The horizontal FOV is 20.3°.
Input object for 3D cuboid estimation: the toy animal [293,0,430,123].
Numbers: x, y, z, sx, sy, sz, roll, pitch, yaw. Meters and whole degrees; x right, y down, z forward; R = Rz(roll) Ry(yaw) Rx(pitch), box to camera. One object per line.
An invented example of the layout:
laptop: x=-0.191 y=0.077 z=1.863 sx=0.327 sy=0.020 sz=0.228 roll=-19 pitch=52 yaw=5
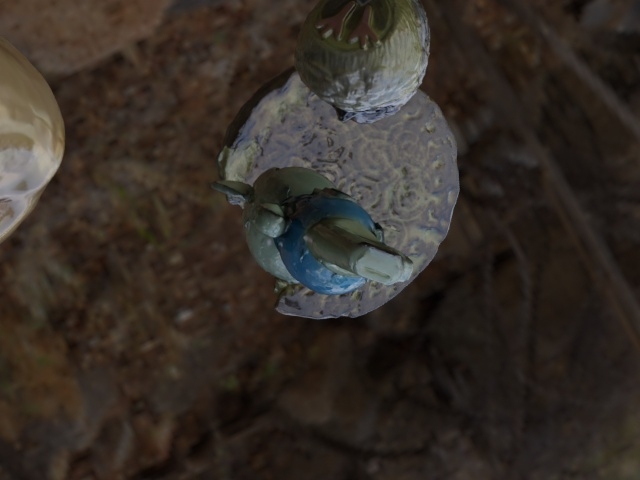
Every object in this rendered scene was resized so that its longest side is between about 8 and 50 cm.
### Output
toy animal: x=0.040 y=-0.148 z=1.284 sx=0.137 sy=0.098 sz=0.098 roll=-63 pitch=-174 yaw=-20

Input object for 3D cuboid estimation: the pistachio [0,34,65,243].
pistachio: x=-0.332 y=-0.079 z=1.220 sx=0.309 sy=0.230 sz=0.230 roll=15 pitch=173 yaw=3

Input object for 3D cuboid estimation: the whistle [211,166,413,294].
whistle: x=0.000 y=0.000 z=1.152 sx=0.077 sy=0.114 sz=0.236 roll=-68 pitch=-161 yaw=4

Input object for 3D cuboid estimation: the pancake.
pancake: x=0.017 y=-0.050 z=1.848 sx=0.288 sy=0.033 sz=0.286 roll=19 pitch=107 yaw=-29
